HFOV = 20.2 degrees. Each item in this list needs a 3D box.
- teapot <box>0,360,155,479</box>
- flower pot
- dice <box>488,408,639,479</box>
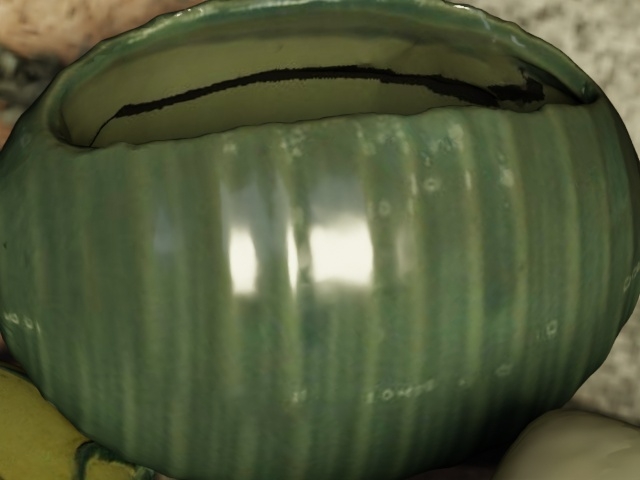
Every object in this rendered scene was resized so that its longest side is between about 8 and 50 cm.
[{"bbox_3d":[-0.160,0.125,0.654,0.270,0.182,0.173,5,83,4],"label":"teapot"},{"bbox_3d":[0.000,0.000,0.659,0.243,0.189,0.157,-7,118,-9],"label":"flower pot"},{"bbox_3d":[0.113,0.244,0.562,0.277,0.304,0.304,30,84,6],"label":"dice"}]
